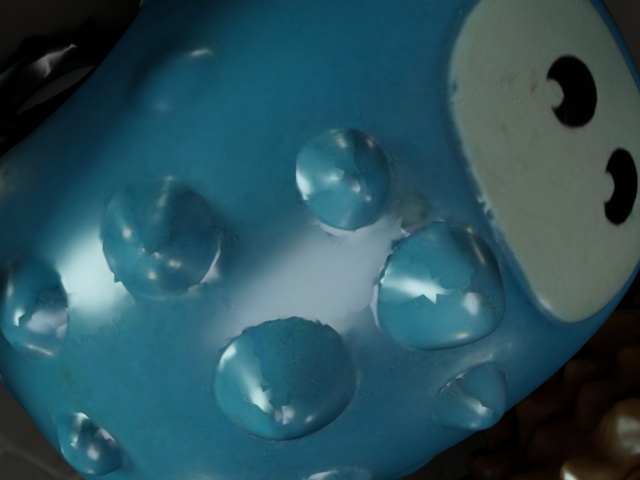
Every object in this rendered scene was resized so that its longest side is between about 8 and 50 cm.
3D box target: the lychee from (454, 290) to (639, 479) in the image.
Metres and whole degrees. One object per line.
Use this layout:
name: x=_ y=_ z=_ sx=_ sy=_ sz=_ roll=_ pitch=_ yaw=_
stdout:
lychee: x=0.206 y=0.129 z=0.696 sx=0.330 sy=0.306 sz=0.306 roll=-3 pitch=118 yaw=-4

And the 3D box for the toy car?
toy car: x=0.000 y=0.000 z=0.645 sx=0.255 sy=0.190 sz=0.188 roll=-27 pitch=118 yaw=1
